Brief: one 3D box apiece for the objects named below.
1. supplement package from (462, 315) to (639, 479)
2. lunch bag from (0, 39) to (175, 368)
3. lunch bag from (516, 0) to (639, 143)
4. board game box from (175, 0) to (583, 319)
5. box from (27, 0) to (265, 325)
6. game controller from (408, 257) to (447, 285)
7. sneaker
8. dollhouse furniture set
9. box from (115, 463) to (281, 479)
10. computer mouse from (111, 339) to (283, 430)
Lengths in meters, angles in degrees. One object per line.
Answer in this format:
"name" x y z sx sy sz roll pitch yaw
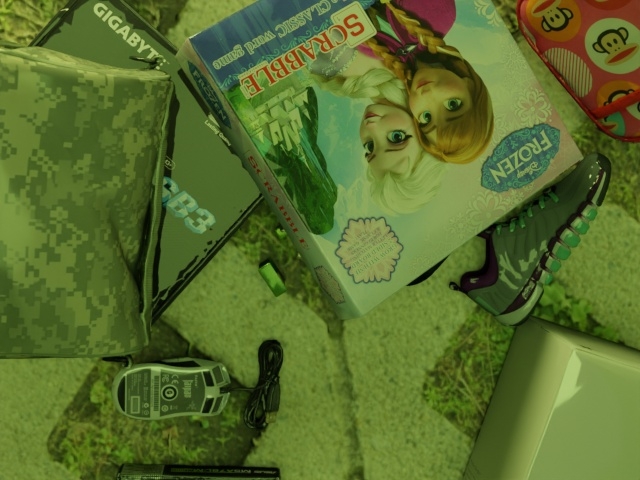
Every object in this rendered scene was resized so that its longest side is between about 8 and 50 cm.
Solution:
"supplement package" 0.281 0.257 1.070 0.175 0.177 0.292 18 96 -7
"lunch bag" -0.275 -0.036 0.901 0.256 0.212 0.305 7 98 -5
"lunch bag" 0.375 -0.229 0.975 0.258 0.293 0.120 49 52 -11
"board game box" 0.070 -0.136 0.989 0.319 0.066 0.318 -35 96 -19
"box" -0.228 -0.079 1.044 0.295 0.073 0.293 43 93 -9
"game controller" 0.044 -0.104 1.047 0.166 0.067 0.319 -44 98 -18
"sneaker" 0.239 -0.015 1.085 0.098 0.083 0.223 30 94 -3
"dollhouse furniture set" 0.000 0.000 1.076 0.152 0.058 0.076 -32 99 0
"box" -0.144 0.356 1.114 0.191 0.045 0.184 3 94 -5
"computer mouse" -0.141 0.165 1.095 0.193 0.042 0.106 2 101 -11
